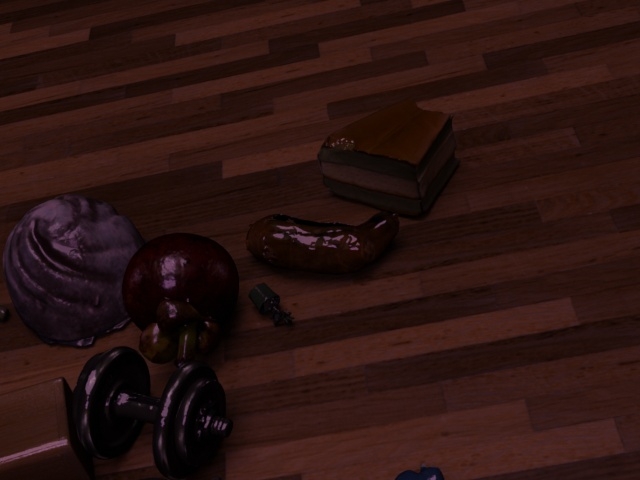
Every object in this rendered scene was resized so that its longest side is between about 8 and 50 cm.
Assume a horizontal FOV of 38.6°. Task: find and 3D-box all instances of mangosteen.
[{"bbox_3d":[-0.251,0.113,1.632,0.215,0.215,0.258,-7,57,9],"label":"mangosteen"}]

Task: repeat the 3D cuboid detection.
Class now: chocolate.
[{"bbox_3d":[-0.481,0.026,1.773,0.303,0.213,0.303,-9,45,9],"label":"chocolate"}]

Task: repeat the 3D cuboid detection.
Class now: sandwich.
[{"bbox_3d":[0.143,-0.181,1.842,0.227,0.155,0.198,16,51,27],"label":"sandwich"}]

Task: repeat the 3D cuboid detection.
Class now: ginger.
[{"bbox_3d":[-0.008,0.005,1.742,0.309,0.107,0.133,3,25,19],"label":"ginger"}]

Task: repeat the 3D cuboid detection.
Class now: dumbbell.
[{"bbox_3d":[-0.277,0.278,1.490,0.290,0.192,0.192,8,50,20],"label":"dumbbell"}]

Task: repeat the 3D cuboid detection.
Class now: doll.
[{"bbox_3d":[0.150,0.371,1.387,0.083,0.050,0.076,-20,41,-1],"label":"doll"}]

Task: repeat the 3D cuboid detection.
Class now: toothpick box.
[{"bbox_3d":[-0.546,0.360,1.501,0.308,0.190,0.187,-16,45,-7],"label":"toothpick box"}]

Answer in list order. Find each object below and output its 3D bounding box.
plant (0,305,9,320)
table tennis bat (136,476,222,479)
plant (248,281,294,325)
[{"bbox_3d":[-0.789,0.070,1.868,0.306,0.297,0.261,-69,26,8],"label":"plant"},{"bbox_3d":[-0.260,0.431,1.460,0.220,0.019,0.130,-20,47,-2],"label":"table tennis bat"},{"bbox_3d":[-0.088,0.126,1.686,0.051,0.051,0.102,-35,62,-18],"label":"plant"}]
